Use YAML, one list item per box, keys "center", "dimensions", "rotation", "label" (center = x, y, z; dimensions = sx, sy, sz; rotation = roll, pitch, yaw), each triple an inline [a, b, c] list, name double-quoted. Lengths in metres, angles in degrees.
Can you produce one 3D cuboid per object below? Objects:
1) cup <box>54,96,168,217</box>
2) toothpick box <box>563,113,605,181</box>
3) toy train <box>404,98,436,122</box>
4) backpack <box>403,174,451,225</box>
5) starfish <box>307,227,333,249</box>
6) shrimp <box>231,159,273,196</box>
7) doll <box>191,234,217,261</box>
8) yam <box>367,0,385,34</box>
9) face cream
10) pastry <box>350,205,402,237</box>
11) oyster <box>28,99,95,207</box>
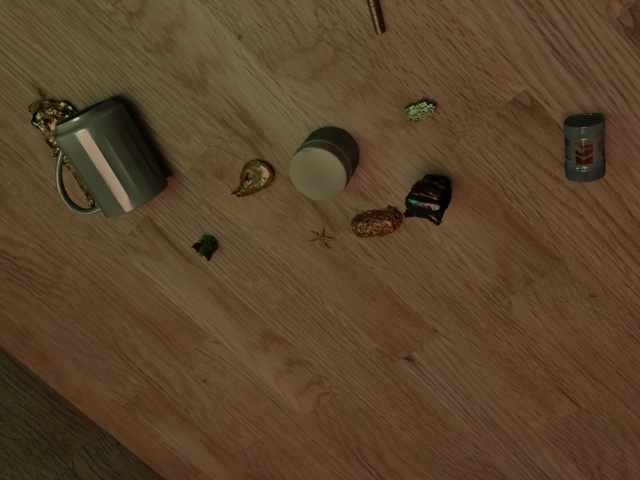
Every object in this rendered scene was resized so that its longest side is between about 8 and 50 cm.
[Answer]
- center: [-0.707, -0.249, 2.040]
  dimensions: [0.323, 0.237, 0.326]
  rotation: [-28, 114, -3]
  label: "cup"
- center: [0.685, -0.240, 1.654]
  dimensions: [0.101, 0.101, 0.153]
  rotation: [-3, 120, 21]
  label: "toothpick box"
- center: [0.278, -0.362, 1.764]
  dimensions: [0.083, 0.033, 0.053]
  rotation: [-26, 106, 31]
  label: "toy train"
- center: [0.311, -0.127, 1.819]
  dimensions: [0.120, 0.165, 0.105]
  rotation: [12, 132, 17]
  label: "backpack"
- center: [0.000, 0.000, 2.108]
  dimensions: [0.092, 0.016, 0.086]
  rotation: [-15, 114, 21]
  label: "starfish"
- center: [-0.228, -0.193, 2.050]
  dimensions: [0.180, 0.041, 0.099]
  rotation: [-30, 107, 33]
  label: "shrimp"
- center: [-0.395, 0.022, 2.214]
  dimensions: [0.078, 0.113, 0.076]
  rotation: [41, 89, -7]
  label: "doll"
- center: [0.139, -0.610, 1.655]
  dimensions: [0.032, 0.032, 0.145]
  rotation: [-6, 118, 23]
  label: "yam"
- center: [0.014, -0.227, 1.874]
  dimensions: [0.178, 0.153, 0.177]
  rotation: [11, 125, 15]
  label: "face cream"
- center: [0.172, -0.048, 1.986]
  dimensions: [0.170, 0.063, 0.087]
  rotation: [-14, 113, 28]
  label: "pastry"
- center: [-0.825, -0.310, 2.154]
  dimensions: [0.204, 0.111, 0.396]
  rotation: [-25, 107, 28]
  label: "oyster"
